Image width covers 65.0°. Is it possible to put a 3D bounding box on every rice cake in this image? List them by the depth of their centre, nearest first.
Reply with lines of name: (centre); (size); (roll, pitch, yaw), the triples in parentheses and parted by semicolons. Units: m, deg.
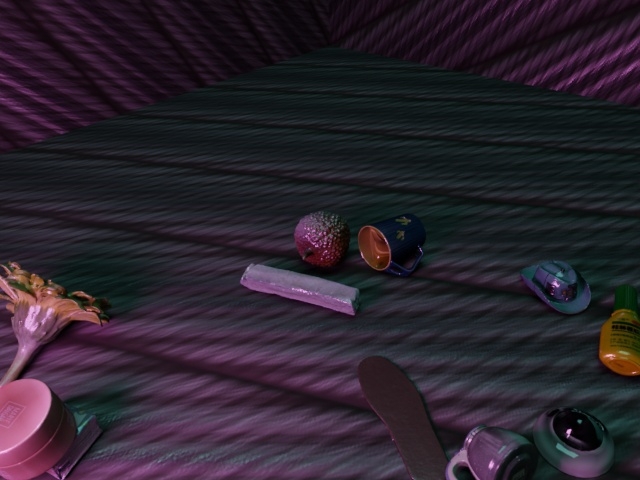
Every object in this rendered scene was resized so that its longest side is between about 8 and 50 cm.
rice cake: (-0.058, 0.122, 1.314); (0.336, 0.063, 0.066); (13, 44, 22)

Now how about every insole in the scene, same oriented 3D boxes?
insole: (0.165, 0.352, 1.017); (0.111, 0.007, 0.327); (-14, 37, -11)

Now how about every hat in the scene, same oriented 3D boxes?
hat: (0.596, 0.095, 1.267); (0.138, 0.077, 0.191); (-10, 36, -11)

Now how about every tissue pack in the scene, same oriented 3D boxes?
tissue pack: (-0.534, 0.385, 0.995); (0.155, 0.065, 0.115); (12, 39, 21)

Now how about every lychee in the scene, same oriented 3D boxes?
lychee: (0.000, 0.000, 1.396); (0.165, 0.165, 0.197); (23, 49, 33)

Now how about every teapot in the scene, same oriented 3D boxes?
teapot: (0.299, 0.394, 0.884); (0.111, 0.149, 0.108); (27, 1, -32)

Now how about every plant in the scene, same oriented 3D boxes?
plant: (-0.650, 0.191, 1.223); (0.261, 0.296, 0.306); (-4, -16, -40)

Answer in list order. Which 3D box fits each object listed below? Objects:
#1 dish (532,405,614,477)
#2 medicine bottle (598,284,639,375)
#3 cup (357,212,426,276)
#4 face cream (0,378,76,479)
dish: (0.473, 0.350, 0.924); (0.141, 0.078, 0.141); (-3, 35, 2)
medicine bottle: (0.687, 0.193, 1.133); (0.095, 0.064, 0.260); (14, 38, 24)
cup: (0.216, 0.012, 1.403); (0.155, 0.131, 0.176); (-24, 69, -31)
face cream: (-0.540, 0.342, 0.913); (0.149, 0.104, 0.149); (-5, 42, 4)
